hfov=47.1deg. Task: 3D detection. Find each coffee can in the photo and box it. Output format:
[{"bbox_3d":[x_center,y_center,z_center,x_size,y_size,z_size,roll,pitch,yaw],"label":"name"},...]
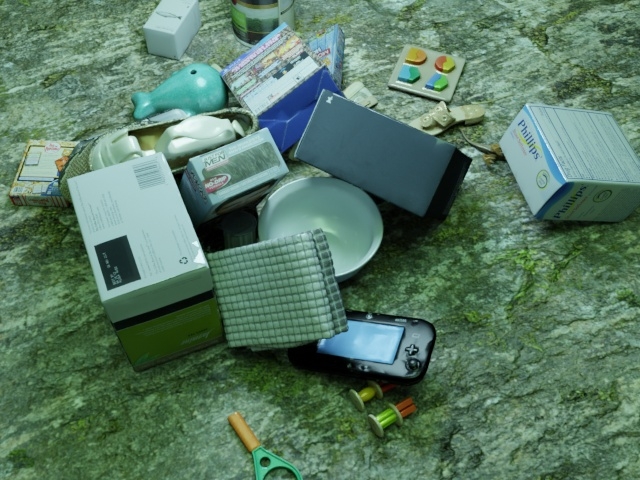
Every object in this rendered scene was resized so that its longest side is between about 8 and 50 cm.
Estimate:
[{"bbox_3d":[-0.176,-0.747,2.204,0.201,0.275,0.202,0,54,0],"label":"coffee can"}]

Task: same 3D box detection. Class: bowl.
[{"bbox_3d":[0.000,0.000,1.765,0.297,0.134,0.298,0,54,0],"label":"bowl"}]

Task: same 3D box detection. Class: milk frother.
[{"bbox_3d":[-0.219,-0.009,1.762,0.143,0.135,0.129,2,43,0],"label":"milk frother"}]

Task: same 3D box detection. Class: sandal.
[{"bbox_3d":[0.350,-0.359,2.056,0.240,0.079,0.088,-15,48,-12],"label":"sandal"}]

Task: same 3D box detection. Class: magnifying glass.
[{"bbox_3d":[-0.119,0.449,1.510,0.092,0.026,0.231,-30,60,-20],"label":"magnifying glass"}]

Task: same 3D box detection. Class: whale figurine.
[{"bbox_3d":[-0.393,-0.408,2.042,0.272,0.141,0.216,-9,56,-7],"label":"whale figurine"}]

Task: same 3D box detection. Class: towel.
[{"bbox_3d":[-0.090,0.110,1.582,0.283,0.235,0.121,-13,3,35],"label":"towel"}]

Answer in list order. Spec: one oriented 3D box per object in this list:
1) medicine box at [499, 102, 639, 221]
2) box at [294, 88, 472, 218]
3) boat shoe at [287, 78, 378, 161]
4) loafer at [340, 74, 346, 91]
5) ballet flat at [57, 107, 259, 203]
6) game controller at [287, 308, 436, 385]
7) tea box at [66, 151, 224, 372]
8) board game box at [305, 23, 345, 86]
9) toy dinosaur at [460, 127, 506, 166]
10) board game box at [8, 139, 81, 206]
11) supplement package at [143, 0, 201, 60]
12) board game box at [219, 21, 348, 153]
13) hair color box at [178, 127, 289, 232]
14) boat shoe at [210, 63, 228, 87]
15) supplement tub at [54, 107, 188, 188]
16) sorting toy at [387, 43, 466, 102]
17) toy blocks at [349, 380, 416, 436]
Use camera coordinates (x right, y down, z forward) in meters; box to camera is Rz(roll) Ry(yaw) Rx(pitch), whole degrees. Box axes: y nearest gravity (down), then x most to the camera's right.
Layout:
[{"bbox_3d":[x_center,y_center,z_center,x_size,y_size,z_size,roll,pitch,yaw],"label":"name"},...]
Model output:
[{"bbox_3d":[0.646,-0.195,1.863,0.289,0.149,0.263,1,53,-22],"label":"medicine box"},{"bbox_3d":[0.162,-0.199,1.782,0.343,0.312,0.179,26,98,17],"label":"box"},{"bbox_3d":[0.036,-0.311,2.004,0.098,0.109,0.302,45,73,0],"label":"boat shoe"},{"bbox_3d":[0.047,-0.426,2.113,0.062,0.061,0.170,-6,56,-7],"label":"loafer"},{"bbox_3d":[-0.363,-0.214,1.673,0.482,0.182,0.164,-19,87,-17],"label":"ballet flat"},{"bbox_3d":[0.089,0.226,1.606,0.319,0.067,0.166,5,55,22],"label":"game controller"},{"bbox_3d":[-0.375,0.051,1.603,0.220,0.323,0.329,-18,58,-13],"label":"tea box"},{"bbox_3d":[-0.011,-0.506,2.121,0.194,0.060,0.194,-22,52,17],"label":"board game box"},{"bbox_3d":[0.469,-0.246,2.008,0.211,0.064,0.112,16,24,16],"label":"toy dinosaur"},{"bbox_3d":[-0.715,-0.179,1.930,0.146,0.045,0.194,3,55,1],"label":"board game box"},{"bbox_3d":[-0.448,-0.653,2.236,0.105,0.105,0.179,15,56,8],"label":"supplement package"},{"bbox_3d":[-0.102,-0.410,1.960,0.232,0.141,0.291,-37,44,3],"label":"board game box"},{"bbox_3d":[-0.217,-0.126,1.702,0.185,0.374,0.114,-26,88,-18],"label":"hair color box"},{"bbox_3d":[-0.288,-0.469,2.147,0.045,0.050,0.135,-37,53,-20],"label":"boat shoe"},{"bbox_3d":[-0.471,-0.185,1.842,0.338,0.207,0.207,-25,59,-17],"label":"supplement tub"},{"bbox_3d":[0.319,-0.507,2.190,0.193,0.038,0.208,18,56,11],"label":"sorting toy"},{"bbox_3d":[0.155,0.335,1.579,0.148,0.054,0.123,-28,59,-20],"label":"toy blocks"}]
